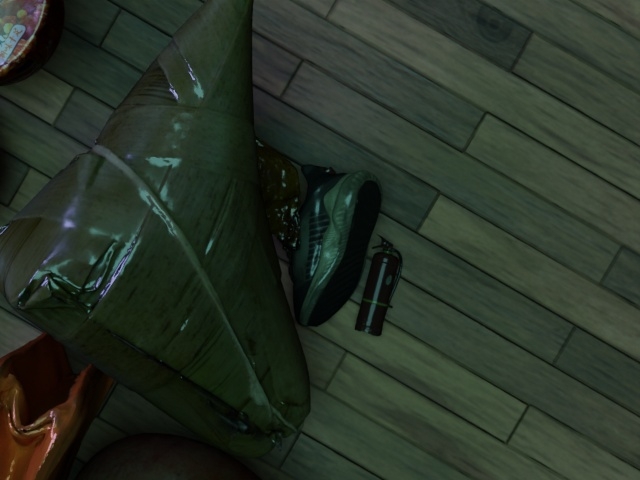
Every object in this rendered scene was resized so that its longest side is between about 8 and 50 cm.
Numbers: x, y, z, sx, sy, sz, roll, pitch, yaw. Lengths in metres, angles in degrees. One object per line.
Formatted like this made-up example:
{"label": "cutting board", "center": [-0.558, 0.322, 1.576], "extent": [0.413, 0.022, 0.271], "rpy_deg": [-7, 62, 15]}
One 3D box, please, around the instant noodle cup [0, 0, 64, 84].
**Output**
{"label": "instant noodle cup", "center": [-0.443, -0.304, 1.473], "extent": [0.250, 0.192, 0.250], "rpy_deg": [0, 91, 2]}

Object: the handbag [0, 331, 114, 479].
{"label": "handbag", "center": [-0.354, 0.271, 1.371], "extent": [0.116, 0.410, 0.303], "rpy_deg": [21, 91, -4]}

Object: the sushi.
{"label": "sushi", "center": [-0.145, -0.093, 1.498], "extent": [0.287, 0.149, 0.140], "rpy_deg": [29, 98, -15]}

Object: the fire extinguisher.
{"label": "fire extinguisher", "center": [0.080, 0.061, 1.543], "extent": [0.056, 0.039, 0.132], "rpy_deg": [14, 91, -32]}

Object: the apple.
{"label": "apple", "center": [-0.182, 0.416, 1.413], "extent": [0.344, 0.269, 0.345], "rpy_deg": [11, 126, 15]}

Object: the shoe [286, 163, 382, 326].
{"label": "shoe", "center": [0.000, 0.000, 1.523], "extent": [0.112, 0.099, 0.227], "rpy_deg": [31, 112, 28]}

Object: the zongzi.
{"label": "zongzi", "center": [-0.065, 0.009, 1.376], "extent": [0.467, 0.218, 0.500], "rpy_deg": [-49, 119, -1]}
